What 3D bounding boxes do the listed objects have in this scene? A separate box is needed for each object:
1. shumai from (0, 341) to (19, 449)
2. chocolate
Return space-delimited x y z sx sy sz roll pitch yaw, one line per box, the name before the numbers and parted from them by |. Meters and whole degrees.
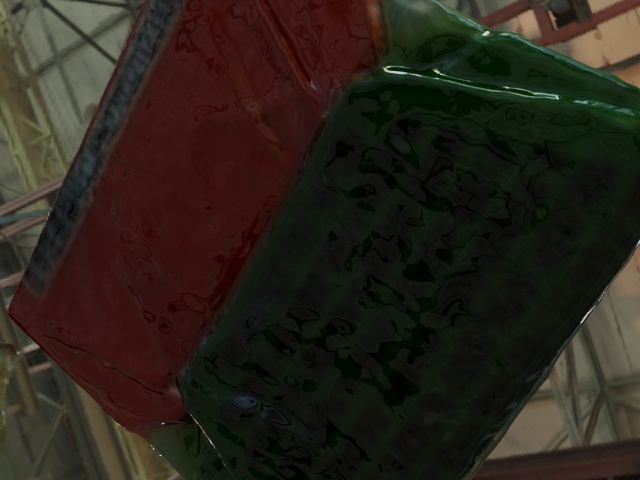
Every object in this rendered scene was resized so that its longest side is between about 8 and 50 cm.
shumai | -0.523 0.217 0.810 0.397 0.323 0.324 -17 -56 26
chocolate | 0.000 0.000 0.481 0.341 0.161 0.360 36 -72 18
